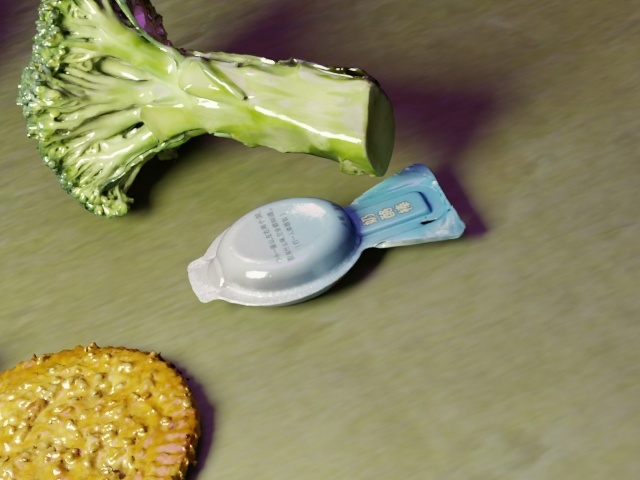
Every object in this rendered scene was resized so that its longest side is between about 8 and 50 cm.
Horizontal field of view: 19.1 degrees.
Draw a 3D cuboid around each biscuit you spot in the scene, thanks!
[{"bbox_3d":[-0.220,0.175,1.584,0.254,0.035,0.254,-11,38,9],"label":"biscuit"}]

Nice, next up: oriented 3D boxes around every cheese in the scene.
[{"bbox_3d":[0.000,0.000,1.701,0.244,0.052,0.135,-19,40,-6],"label":"cheese"}]

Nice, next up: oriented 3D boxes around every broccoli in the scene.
[{"bbox_3d":[-0.099,-0.123,1.794,0.361,0.252,0.221,24,53,10],"label":"broccoli"}]
